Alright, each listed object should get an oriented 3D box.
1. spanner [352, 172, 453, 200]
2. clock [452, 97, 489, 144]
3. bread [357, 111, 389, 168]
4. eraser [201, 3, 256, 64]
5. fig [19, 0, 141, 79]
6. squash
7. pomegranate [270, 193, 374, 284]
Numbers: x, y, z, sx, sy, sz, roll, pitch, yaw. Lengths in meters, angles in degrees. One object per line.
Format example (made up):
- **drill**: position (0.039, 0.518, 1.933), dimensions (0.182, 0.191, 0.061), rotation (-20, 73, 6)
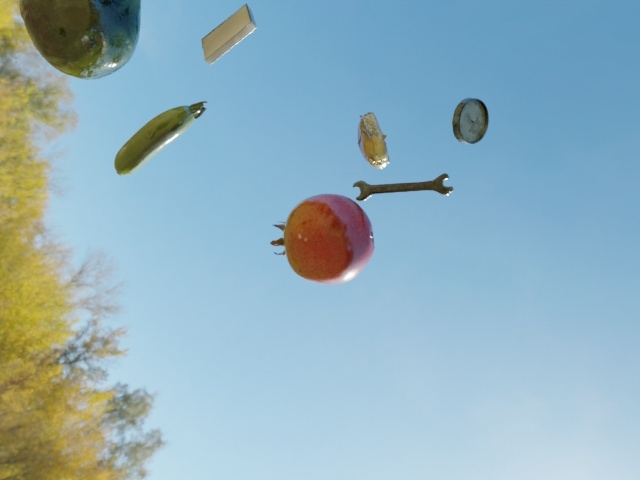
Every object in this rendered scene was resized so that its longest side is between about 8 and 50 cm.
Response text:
- **spanner**: position (0.195, -0.127, 1.267), dimensions (0.254, 0.015, 0.054), rotation (-1, -96, 27)
- **clock**: position (0.273, -0.216, 0.949), dimensions (0.017, 0.085, 0.085), rotation (19, -62, 53)
- **bread**: position (0.097, -0.184, 0.986), dimensions (0.072, 0.053, 0.106), rotation (68, 9, -46)
- **eraser**: position (-0.225, -0.502, 1.276), dimensions (0.150, 0.023, 0.104), rotation (-32, -133, 17)
- **fig**: position (-0.414, -0.417, 0.957), dimensions (0.245, 0.195, 0.195), rotation (-48, -123, -1)
- **squash**: position (-0.474, -0.313, 1.535), dimensions (0.094, 0.341, 0.094), rotation (52, 2, -2)
- **pomegranate**: position (0.000, 0.000, 1.245), dimensions (0.256, 0.221, 0.221), rotation (-1, -75, 26)
